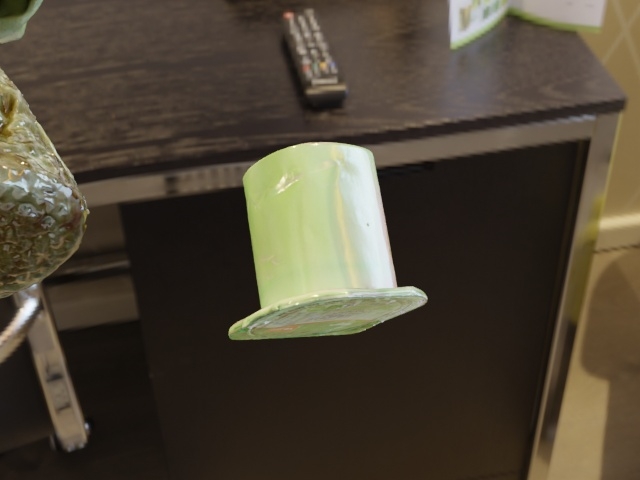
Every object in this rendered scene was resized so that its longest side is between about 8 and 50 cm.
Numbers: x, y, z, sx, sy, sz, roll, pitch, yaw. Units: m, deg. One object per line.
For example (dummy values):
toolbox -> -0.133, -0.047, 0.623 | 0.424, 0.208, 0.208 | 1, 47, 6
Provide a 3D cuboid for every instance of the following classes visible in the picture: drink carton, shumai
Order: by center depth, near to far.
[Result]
drink carton -> 0.000, 0.000, 0.900 | 0.146, 0.144, 0.142 | 3, 72, -34
shumai -> -0.533, -0.116, 1.521 | 0.394, 0.395, 0.348 | -5, 63, -4

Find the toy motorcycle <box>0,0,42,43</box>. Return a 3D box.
toy motorcycle -> -0.400, -0.210, 0.919 | 0.236, 0.169, 0.410 | 3, 26, 20
